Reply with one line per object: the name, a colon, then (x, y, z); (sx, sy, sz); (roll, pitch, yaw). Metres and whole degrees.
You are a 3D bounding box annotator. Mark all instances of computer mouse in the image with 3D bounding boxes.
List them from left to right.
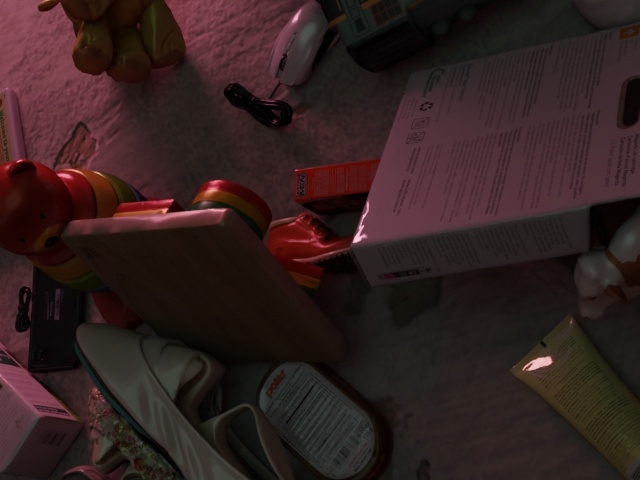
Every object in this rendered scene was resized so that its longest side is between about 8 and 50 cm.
computer mouse: (-0.039, -0.240, 1.641); (0.106, 0.042, 0.193); (36, 94, 32)

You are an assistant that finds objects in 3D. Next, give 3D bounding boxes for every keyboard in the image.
keyboard: (-0.369, 0.090, 1.736); (0.108, 0.023, 0.180); (-7, 72, 20)

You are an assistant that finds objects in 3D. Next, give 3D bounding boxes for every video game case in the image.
video game case: (-0.512, -0.093, 1.864); (0.193, 0.023, 0.212); (-24, 65, 21)

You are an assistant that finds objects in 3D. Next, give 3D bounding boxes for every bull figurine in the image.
bull figurine: (0.382, -0.031, 1.264); (0.310, 0.188, 0.101); (-58, 34, 6)

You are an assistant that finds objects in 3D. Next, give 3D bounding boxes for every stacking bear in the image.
stacking bear: (-0.304, -0.016, 1.574); (0.175, 0.289, 0.164); (-42, 61, 12)

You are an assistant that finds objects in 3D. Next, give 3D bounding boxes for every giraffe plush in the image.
giraffe plush: (-0.298, -0.322, 1.750); (0.170, 0.181, 0.210); (6, 89, 51)

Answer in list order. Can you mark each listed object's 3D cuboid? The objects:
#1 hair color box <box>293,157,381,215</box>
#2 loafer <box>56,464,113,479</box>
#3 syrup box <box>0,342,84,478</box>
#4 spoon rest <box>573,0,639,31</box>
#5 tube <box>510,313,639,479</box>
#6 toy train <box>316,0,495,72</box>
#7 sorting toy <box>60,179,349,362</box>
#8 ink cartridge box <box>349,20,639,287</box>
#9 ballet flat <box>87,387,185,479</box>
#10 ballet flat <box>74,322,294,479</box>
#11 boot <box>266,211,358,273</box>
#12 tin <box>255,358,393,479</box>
hair color box: (0.046, -0.064, 1.528); (0.141, 0.072, 0.043); (-6, 73, 28)
loafer: (-0.255, 0.412, 1.527); (0.112, 0.111, 0.319); (-37, 62, 14)
syrup box: (-0.436, 0.209, 1.694); (0.237, 0.093, 0.096); (37, 95, 31)
spoon rest: (0.336, -0.363, 1.402); (0.137, 0.084, 0.276); (32, 130, 48)
tube: (0.305, 0.185, 1.330); (0.070, 0.062, 0.240); (-21, 51, -27)
toy train: (0.139, -0.343, 1.531); (0.334, 0.142, 0.190); (-25, 77, 18)
sorting toy: (-0.121, 0.034, 1.479); (0.255, 0.257, 0.089); (-3, 50, 37)
ink cartridge box: (0.221, -0.099, 1.355); (0.330, 0.071, 0.324); (-9, 37, 26)
ballet flat: (-0.232, 0.274, 1.564); (0.077, 0.091, 0.241); (-38, 57, -19)
ballet flat: (-0.137, 0.215, 1.510); (0.139, 0.139, 0.400); (-45, 66, 10)
boot: (0.000, 0.000, 1.545); (0.158, 0.059, 0.085); (-9, 67, 27)
tin: (0.002, 0.211, 1.494); (0.189, 0.040, 0.106); (38, 91, 31)
